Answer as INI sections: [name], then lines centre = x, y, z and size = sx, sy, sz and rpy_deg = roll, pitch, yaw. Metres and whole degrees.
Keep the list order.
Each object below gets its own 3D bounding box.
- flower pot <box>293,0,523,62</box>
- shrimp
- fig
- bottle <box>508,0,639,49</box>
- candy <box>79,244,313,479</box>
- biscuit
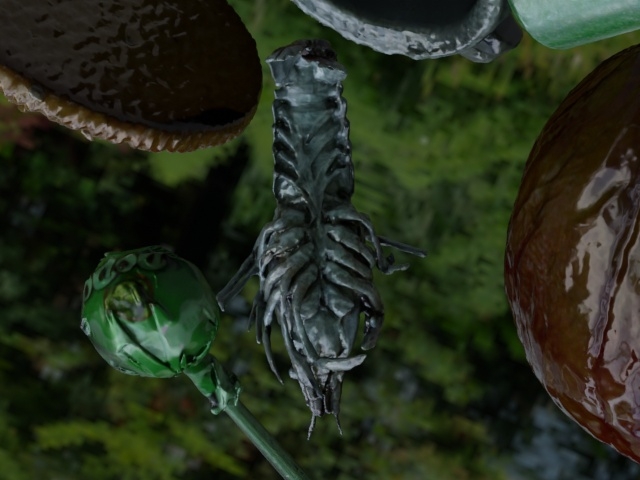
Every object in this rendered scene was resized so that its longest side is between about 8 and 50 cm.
[flower pot]
centre = 0.111, -0.314, 1.448
size = 0.299, 0.283, 0.299
rpy_deg = 24, 151, 14
[shrimp]
centre = 0.000, 0.003, 1.940
size = 0.221, 0.410, 0.166
rpy_deg = -3, 177, -3
[fig]
centre = 0.153, -0.044, 0.777
size = 0.190, 0.190, 0.290
rpy_deg = 16, 128, 58
[bottle]
centre = 0.248, -0.183, 1.002
size = 0.330, 0.093, 0.093
rpy_deg = -15, 149, 42
[candy]
centre = -0.070, 0.114, 1.402
size = 0.097, 0.097, 0.323
rpy_deg = 20, 157, 41
[biscuit]
centre = -0.174, -0.162, 1.295
size = 0.305, 0.038, 0.305
rpy_deg = 25, -150, -16
